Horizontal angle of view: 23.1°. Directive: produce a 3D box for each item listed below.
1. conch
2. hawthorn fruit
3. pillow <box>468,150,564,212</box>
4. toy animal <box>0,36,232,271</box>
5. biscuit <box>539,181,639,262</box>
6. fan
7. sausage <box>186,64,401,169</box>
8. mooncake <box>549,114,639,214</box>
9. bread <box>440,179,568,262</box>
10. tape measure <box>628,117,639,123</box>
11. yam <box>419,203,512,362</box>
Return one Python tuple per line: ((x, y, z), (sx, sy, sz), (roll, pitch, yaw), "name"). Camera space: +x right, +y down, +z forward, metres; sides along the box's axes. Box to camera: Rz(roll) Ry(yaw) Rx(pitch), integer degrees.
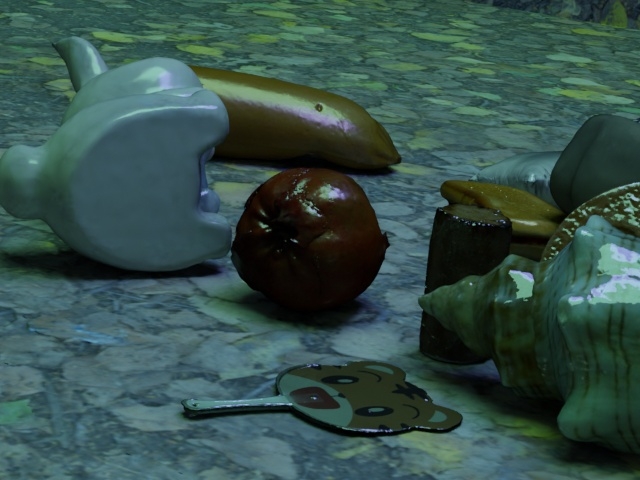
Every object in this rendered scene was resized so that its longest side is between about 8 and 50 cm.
((0.247, 0.078, 1.275), (0.386, 0.203, 0.169), (3, -29, 43), "conch")
((0.000, 0.000, 1.538), (0.148, 0.148, 0.172), (15, 3, 30), "hawthorn fruit")
((0.325, -0.078, 1.993), (0.254, 0.078, 0.144), (-4, 9, -29), "pillow")
((-0.230, -0.101, 1.698), (0.241, 0.196, 0.367), (1, 19, -11), "toy animal")
((0.309, 0.034, 1.482), (0.208, 0.049, 0.181), (-23, 60, 1), "biscuit")
((-0.006, 0.133, 1.299), (0.227, 0.008, 0.152), (-2, 19, -25), "fan")
((-0.062, -0.160, 2.094), (0.354, 0.116, 0.134), (8, 6, -4), "sausage")
((0.371, -0.032, 1.648), (0.275, 0.135, 0.275), (29, 5, -3), "mooncake")
((0.212, -0.014, 1.741), (0.116, 0.077, 0.200), (0, 16, -17), "bread")
((0.437, -0.078, 1.862), (0.178, 0.196, 0.105), (-17, -25, 7), "tape measure")
((0.133, 0.038, 1.432), (0.079, 0.141, 0.079), (6, 19, -2), "yam")
